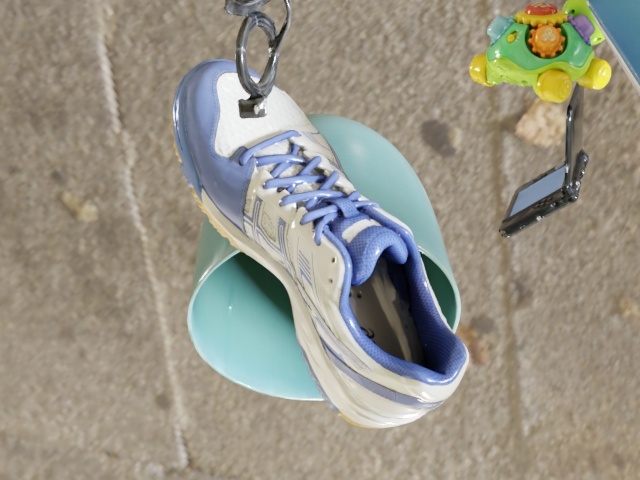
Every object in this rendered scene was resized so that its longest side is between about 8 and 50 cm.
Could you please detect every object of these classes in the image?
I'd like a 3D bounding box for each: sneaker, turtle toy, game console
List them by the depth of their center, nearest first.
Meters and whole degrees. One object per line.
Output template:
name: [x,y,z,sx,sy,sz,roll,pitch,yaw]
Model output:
sneaker: [0.009,-0.012,0.921,0.296,0.112,0.131,56,153,-1]
turtle toy: [0.184,-0.157,1.047,0.095,0.130,0.066,22,123,44]
game console: [0.187,-0.071,1.108,0.107,0.122,0.071,-31,99,24]

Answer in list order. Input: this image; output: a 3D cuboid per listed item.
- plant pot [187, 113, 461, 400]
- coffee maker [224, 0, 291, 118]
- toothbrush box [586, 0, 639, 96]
plant pot: [0.000,0.000,1.485,0.292,0.235,0.293,-1,137,-1]
coffee maker: [0.051,-0.149,0.587,0.178,0.120,0.171,3,125,14]
toothbrush box: [0.356,-0.139,0.847,0.295,0.216,0.126,-33,131,13]
